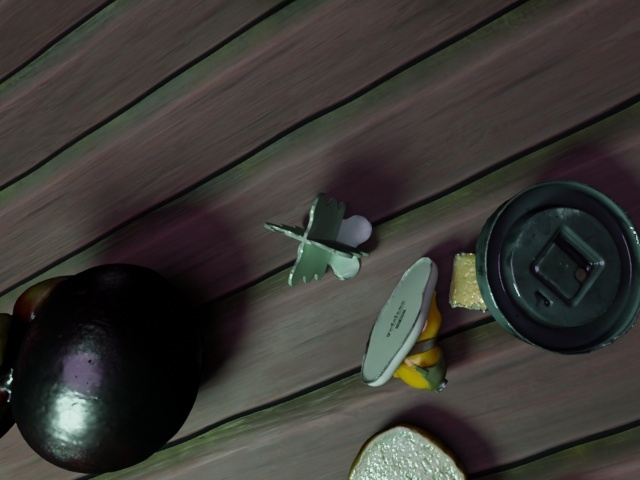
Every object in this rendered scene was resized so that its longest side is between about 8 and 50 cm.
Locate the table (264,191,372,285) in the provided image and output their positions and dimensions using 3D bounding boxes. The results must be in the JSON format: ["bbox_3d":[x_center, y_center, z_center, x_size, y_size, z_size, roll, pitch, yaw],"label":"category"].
[{"bbox_3d":[0.000,0.000,0.870,0.166,0.198,0.167,0,89,17],"label":"table"}]

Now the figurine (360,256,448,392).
[{"bbox_3d":[0.189,0.171,0.859,0.141,0.166,0.250,30,85,-8],"label":"figurine"}]

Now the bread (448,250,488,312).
[{"bbox_3d":[0.298,0.076,0.843,0.125,0.082,0.106,5,78,28],"label":"bread"}]

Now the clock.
[{"bbox_3d":[0.386,0.043,0.772,0.280,0.055,0.281,1,84,-7],"label":"clock"}]

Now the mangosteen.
[{"bbox_3d":[-0.437,0.230,0.894,0.382,0.434,0.383,-23,63,56],"label":"mangosteen"}]

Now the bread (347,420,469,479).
[{"bbox_3d":[0.161,0.454,0.867,0.235,0.070,0.236,-4,79,18],"label":"bread"}]
